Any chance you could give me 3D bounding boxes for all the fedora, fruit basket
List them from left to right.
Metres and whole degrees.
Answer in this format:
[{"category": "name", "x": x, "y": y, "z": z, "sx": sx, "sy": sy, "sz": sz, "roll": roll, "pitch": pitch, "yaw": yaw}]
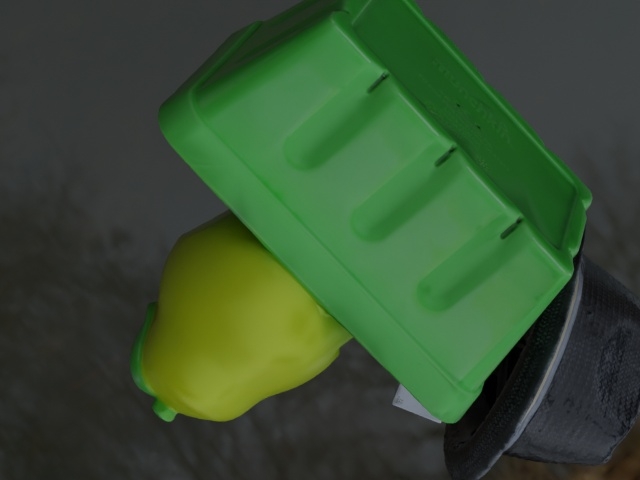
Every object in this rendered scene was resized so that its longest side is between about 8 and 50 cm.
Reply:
[{"category": "fruit basket", "x": 0.000, "y": 0.000, "z": 1.287, "sx": 0.392, "sy": 0.392, "sz": 0.283, "roll": -55, "pitch": -178, "yaw": 31}, {"category": "fedora", "x": 0.250, "y": 0.122, "z": 1.500, "sx": 0.334, "sy": 0.152, "sz": 0.334, "roll": -156, "pitch": -90, "yaw": -86}]

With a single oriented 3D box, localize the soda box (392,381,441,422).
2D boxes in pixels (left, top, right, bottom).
[{"category": "soda box", "x": 0.169, "y": 0.128, "z": 1.957, "sx": 0.069, "sy": 0.074, "sz": 0.216, "roll": -58, "pitch": 170, "yaw": -77}]
